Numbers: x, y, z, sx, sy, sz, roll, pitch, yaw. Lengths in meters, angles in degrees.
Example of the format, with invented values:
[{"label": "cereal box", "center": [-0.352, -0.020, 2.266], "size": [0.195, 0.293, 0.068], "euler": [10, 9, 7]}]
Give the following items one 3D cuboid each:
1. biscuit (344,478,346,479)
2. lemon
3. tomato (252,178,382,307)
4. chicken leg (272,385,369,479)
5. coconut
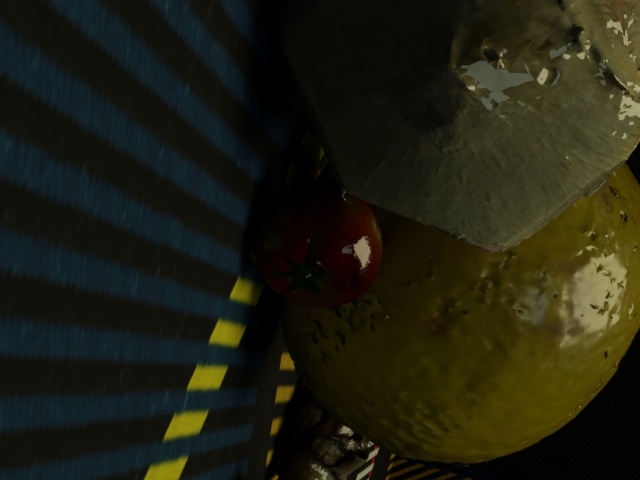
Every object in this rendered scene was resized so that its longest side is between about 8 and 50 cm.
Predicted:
[{"label": "biscuit", "center": [-0.011, 0.339, 1.825], "size": [0.208, 0.049, 0.181], "euler": [-69, 170, -52]}, {"label": "lemon", "center": [0.106, 0.022, 1.153], "size": [0.310, 0.258, 0.258], "euler": [-49, -171, 34]}, {"label": "tomato", "center": [0.000, 0.000, 1.028], "size": [0.087, 0.087, 0.075], "euler": [98, 6, -46]}, {"label": "chicken leg", "center": [-0.008, 0.214, 1.470], "size": [0.196, 0.080, 0.125], "euler": [-65, -179, -50]}, {"label": "coconut", "center": [0.091, -0.108, 0.931], "size": [0.230, 0.227, 0.227], "euler": [-63, 167, -65]}]
